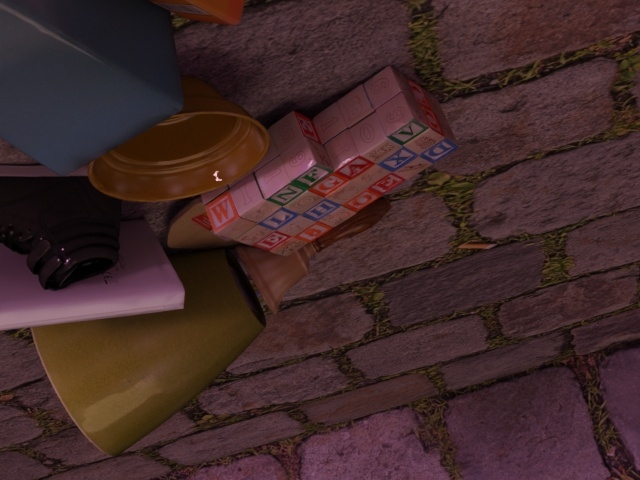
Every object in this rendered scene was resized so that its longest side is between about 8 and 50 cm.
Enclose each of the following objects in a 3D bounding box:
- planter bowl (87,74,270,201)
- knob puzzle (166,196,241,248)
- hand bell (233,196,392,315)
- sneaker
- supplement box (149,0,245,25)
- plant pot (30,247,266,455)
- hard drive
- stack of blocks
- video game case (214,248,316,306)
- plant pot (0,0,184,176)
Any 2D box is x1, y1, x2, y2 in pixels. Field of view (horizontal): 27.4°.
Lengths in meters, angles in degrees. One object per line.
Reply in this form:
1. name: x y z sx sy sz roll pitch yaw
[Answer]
1. planter bowl: -0.175 -0.133 1.557 0.217 0.090 0.217 -13 157 -5
2. knob puzzle: -0.138 -0.037 1.898 0.213 0.030 0.213 -13 159 -5
3. hand bell: 0.000 0.000 2.011 0.242 0.126 0.126 -31 158 -3
4. sneaker: -0.384 -0.010 1.649 0.295 0.147 0.104 -5 158 -19
5. supplement box: -0.163 -0.273 1.218 0.080 0.078 0.233 14 177 35
6. plant pot: -0.242 0.136 1.989 0.293 0.275 0.275 -28 157 4
7. hard drive: -0.357 0.044 1.748 0.307 0.203 0.040 -6 122 -21
8. stack of blocks: 0.008 -0.101 1.711 0.297 0.087 0.171 -32 153 22
9. video game case: -0.141 0.070 2.166 0.193 0.023 0.212 2 152 -36
10. plant pot: -0.275 -0.200 1.244 0.165 0.166 0.234 -26 149 25
